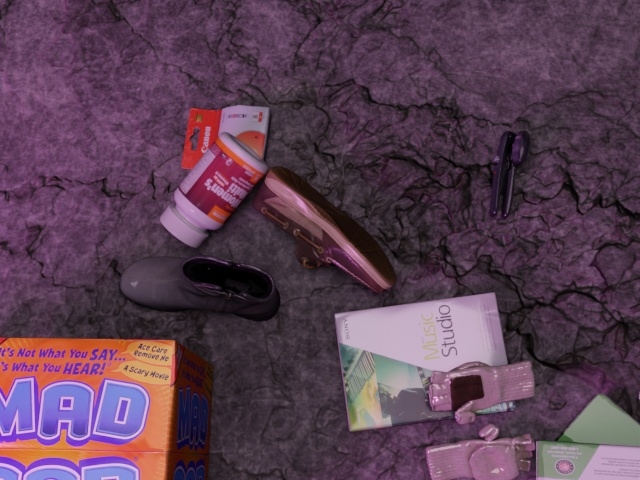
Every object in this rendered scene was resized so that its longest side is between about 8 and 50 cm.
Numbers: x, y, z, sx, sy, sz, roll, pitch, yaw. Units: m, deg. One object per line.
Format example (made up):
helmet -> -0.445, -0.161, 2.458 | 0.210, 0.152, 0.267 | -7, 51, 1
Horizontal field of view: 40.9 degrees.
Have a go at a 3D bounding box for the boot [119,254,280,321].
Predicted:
boot -> -0.243, 0.071, 1.650 | 0.338, 0.222, 0.118 | 4, 76, 4

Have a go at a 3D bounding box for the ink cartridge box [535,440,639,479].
ink cartridge box -> 0.489, 0.508, 1.525 | 0.211, 0.121, 0.289 | 1, 77, 14

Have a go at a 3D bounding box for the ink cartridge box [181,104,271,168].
ink cartridge box -> -0.201, -0.218, 1.820 | 0.179, 0.045, 0.145 | 6, 75, 2

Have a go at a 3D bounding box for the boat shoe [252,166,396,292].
boat shoe -> 0.000, 0.000, 1.725 | 0.342, 0.123, 0.123 | 41, 111, 9

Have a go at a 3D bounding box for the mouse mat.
mouse mat -> 0.549, 0.399, 1.604 | 0.190, 0.007, 0.152 | 42, 91, 21

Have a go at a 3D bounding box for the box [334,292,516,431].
box -> 0.198, 0.236, 1.666 | 0.322, 0.058, 0.232 | -8, 75, 2

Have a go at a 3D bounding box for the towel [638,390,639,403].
towel -> 0.728, 0.438, 1.591 | 0.248, 0.038, 0.324 | -2, 75, 2

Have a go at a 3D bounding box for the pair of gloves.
pair of gloves -> 0.300, 0.343, 1.594 | 0.204, 0.042, 0.240 | -2, 102, -1

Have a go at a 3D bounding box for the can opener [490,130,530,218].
can opener -> 0.378, -0.137, 1.757 | 0.059, 0.073, 0.186 | 16, 86, -1

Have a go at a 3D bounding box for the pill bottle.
pill bottle -> -0.217, -0.099, 1.728 | 0.121, 0.121, 0.221 | 41, 98, 13

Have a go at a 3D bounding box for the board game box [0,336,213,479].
board game box -> -0.401, 0.372, 1.508 | 0.357, 0.356, 0.356 | 1, 75, 3
